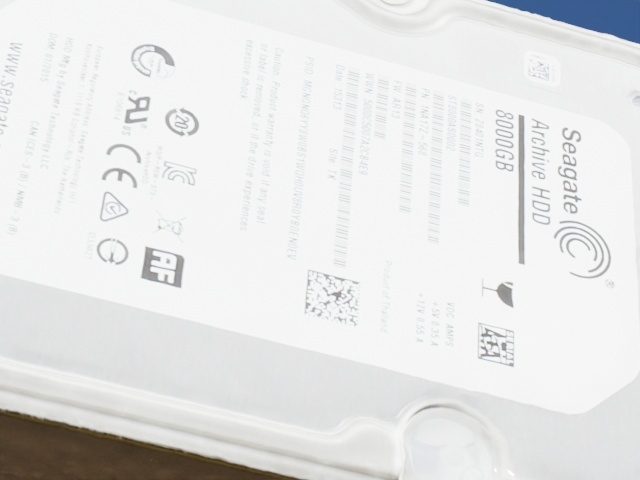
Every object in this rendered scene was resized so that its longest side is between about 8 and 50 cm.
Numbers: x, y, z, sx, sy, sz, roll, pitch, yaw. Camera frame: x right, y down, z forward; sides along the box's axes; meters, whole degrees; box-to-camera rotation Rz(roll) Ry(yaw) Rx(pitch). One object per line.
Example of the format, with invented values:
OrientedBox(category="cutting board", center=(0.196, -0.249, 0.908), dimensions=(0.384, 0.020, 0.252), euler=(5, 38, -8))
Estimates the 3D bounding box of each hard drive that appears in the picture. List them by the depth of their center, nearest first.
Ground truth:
OrientedBox(category="hard drive", center=(0.000, 0.000, 0.696), dimensions=(0.339, 0.237, 0.064), euler=(15, -40, -12))
